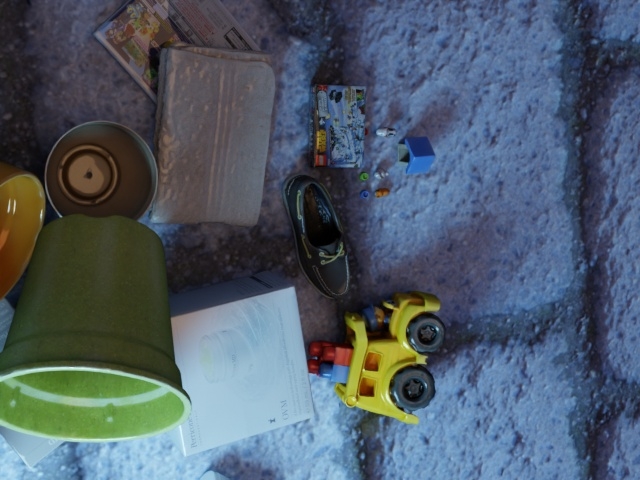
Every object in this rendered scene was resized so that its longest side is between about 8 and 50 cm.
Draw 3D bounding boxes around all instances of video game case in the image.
[{"bbox_3d":[-0.215,-0.301,1.474,0.183,0.023,0.201,-46,114,-11],"label":"video game case"}]

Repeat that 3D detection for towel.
[{"bbox_3d":[-0.169,-0.160,1.485,0.187,0.049,0.282,1,104,-29],"label":"towel"}]

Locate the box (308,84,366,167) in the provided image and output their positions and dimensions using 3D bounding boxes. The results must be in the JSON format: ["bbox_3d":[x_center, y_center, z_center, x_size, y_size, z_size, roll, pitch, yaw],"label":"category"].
[{"bbox_3d":[0.027,-0.189,1.593,0.093,0.027,0.137,-2,99,-24],"label":"box"}]

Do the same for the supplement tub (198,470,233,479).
[{"bbox_3d":[-0.152,0.435,1.594,0.107,0.071,0.071,34,85,-23],"label":"supplement tub"}]

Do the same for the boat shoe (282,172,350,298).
[{"bbox_3d":[0.000,0.000,1.589,0.081,0.068,0.228,-26,108,-17],"label":"boat shoe"}]

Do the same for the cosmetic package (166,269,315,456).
[{"bbox_3d":[-0.147,0.189,1.521,0.224,0.138,0.224,-14,103,-19],"label":"cosmetic package"}]

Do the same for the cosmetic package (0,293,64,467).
[{"bbox_3d":[-0.453,0.200,1.409,0.127,0.107,0.238,-39,109,-17],"label":"cosmetic package"}]

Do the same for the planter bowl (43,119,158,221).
[{"bbox_3d":[-0.331,-0.094,1.408,0.162,0.109,0.162,-3,96,-25],"label":"planter bowl"}]

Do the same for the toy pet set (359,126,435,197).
[{"bbox_3d":[0.130,-0.133,1.626,0.114,0.065,0.122,-6,101,-22],"label":"toy pet set"}]

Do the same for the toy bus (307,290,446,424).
[{"bbox_3d":[0.088,0.183,1.631,0.211,0.149,0.220,12,92,-9],"label":"toy bus"}]

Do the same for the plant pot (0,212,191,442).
[{"bbox_3d":[-0.310,0.111,1.315,0.276,0.276,0.254,14,57,-25],"label":"plant pot"}]

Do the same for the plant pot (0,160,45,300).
[{"bbox_3d":[-0.507,-0.030,1.288,0.187,0.205,0.205,22,89,9],"label":"plant pot"}]
